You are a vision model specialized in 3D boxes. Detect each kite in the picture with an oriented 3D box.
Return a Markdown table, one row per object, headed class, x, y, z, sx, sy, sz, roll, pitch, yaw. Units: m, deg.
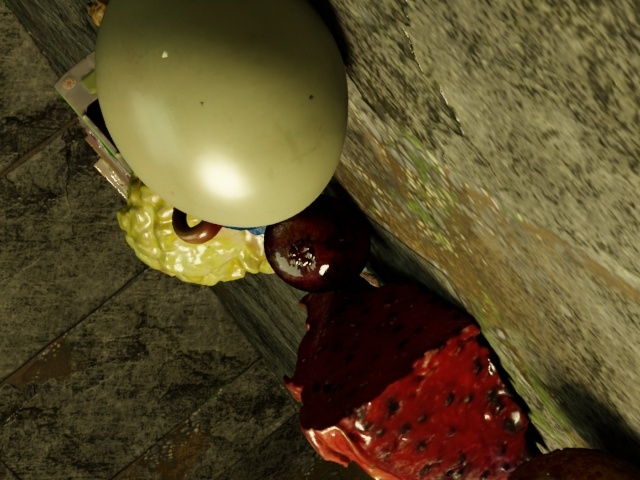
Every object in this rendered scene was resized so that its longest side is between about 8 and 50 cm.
| class | x | y | z | sx | sy | sz | roll | pitch | yaw |
| --- | --- | --- | --- | --- | --- | --- | --- | --- | --- |
| kite | 0.040 | 0.010 | 1.965 | 0.232 | 0.009 | 0.189 | 48 | 170 | 10 |

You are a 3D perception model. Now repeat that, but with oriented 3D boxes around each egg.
| class | x | y | z | sx | sy | sz | roll | pitch | yaw |
| --- | --- | --- | --- | --- | --- | --- | --- | --- | --- |
| egg | -0.087 | -0.136 | 1.334 | 0.219 | 0.219 | 0.269 | 38 | 149 | 56 |

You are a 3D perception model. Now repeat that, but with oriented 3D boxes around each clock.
| class | x | y | z | sx | sy | sz | roll | pitch | yaw |
| --- | --- | --- | --- | --- | --- | --- | --- | --- | --- |
| clock | -0.275 | -0.144 | 2.419 | 0.235 | 0.166 | 0.309 | 47 | 172 | 24 |

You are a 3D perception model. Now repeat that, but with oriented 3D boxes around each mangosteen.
| class | x | y | z | sx | sy | sz | roll | pitch | yaw |
| --- | --- | --- | --- | --- | --- | --- | --- | --- | --- |
| mangosteen | 0.000 | 0.000 | 1.807 | 0.140 | 0.140 | 0.140 | 50 | 171 | 11 |

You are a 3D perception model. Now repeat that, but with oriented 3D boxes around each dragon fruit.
| class | x | y | z | sx | sy | sz | roll | pitch | yaw |
| --- | --- | --- | --- | --- | --- | --- | --- | --- | --- |
| dragon fruit | 0.074 | 0.194 | 1.818 | 0.329 | 0.228 | 0.286 | 33 | 162 | 52 |

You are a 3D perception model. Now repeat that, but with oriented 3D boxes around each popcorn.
| class | x | y | z | sx | sy | sz | roll | pitch | yaw |
| --- | --- | --- | --- | --- | --- | --- | --- | --- | --- |
| popcorn | -0.168 | -0.050 | 2.166 | 0.259 | 0.259 | 0.212 | 62 | -169 | -50 |

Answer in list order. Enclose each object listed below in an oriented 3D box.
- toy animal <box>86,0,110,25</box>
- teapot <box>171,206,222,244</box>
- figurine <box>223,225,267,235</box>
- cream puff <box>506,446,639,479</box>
| class | x | y | z | sx | sy | sz | roll | pitch | yaw |
| --- | --- | --- | --- | --- | --- | --- | --- | --- | --- |
| toy animal | -0.270 | -0.294 | 2.163 | 0.149 | 0.054 | 0.275 | 52 | 171 | -24 |
| teapot | -0.126 | -0.107 | 1.665 | 0.135 | 0.252 | 0.178 | -16 | 145 | 40 |
| figurine | -0.108 | -0.091 | 1.825 | 0.164 | 0.120 | 0.262 | -15 | 133 | 39 |
| cream puff | 0.283 | 0.309 | 1.478 | 0.240 | 0.164 | 0.240 | 46 | 154 | 29 |
